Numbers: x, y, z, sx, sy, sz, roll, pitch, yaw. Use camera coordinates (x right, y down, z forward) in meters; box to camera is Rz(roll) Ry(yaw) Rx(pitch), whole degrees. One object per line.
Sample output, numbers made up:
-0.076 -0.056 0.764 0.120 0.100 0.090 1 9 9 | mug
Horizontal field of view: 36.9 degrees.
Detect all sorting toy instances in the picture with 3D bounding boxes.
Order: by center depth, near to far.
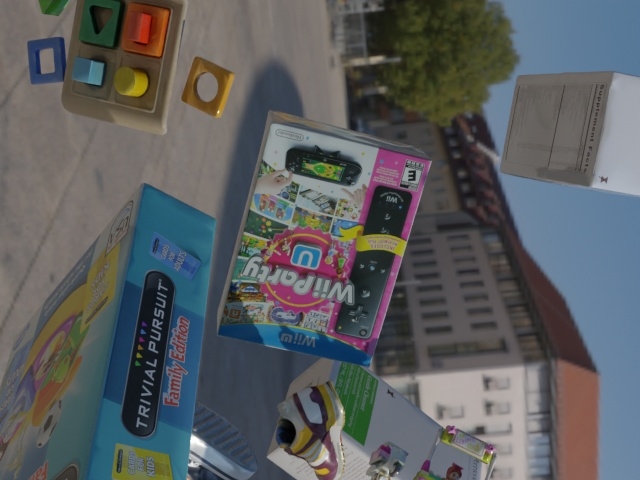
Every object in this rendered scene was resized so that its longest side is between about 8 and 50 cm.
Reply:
-0.270 -0.251 1.274 0.047 0.347 0.196 -13 115 -62 | sorting toy

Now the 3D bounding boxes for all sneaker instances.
-0.222 0.219 1.137 0.321 0.127 0.126 46 11 -27 | sneaker
-0.017 0.248 1.208 0.070 0.083 0.186 -117 -162 -45 | sneaker

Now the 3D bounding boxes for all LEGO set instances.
0.208 0.342 1.302 0.132 0.287 0.107 -23 -144 57 | LEGO set

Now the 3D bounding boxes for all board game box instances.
-0.193 0.153 0.759 0.254 0.079 0.336 -44 -150 33 | board game box
0.000 0.000 1.309 0.097 0.223 0.304 -107 -149 -71 | board game box

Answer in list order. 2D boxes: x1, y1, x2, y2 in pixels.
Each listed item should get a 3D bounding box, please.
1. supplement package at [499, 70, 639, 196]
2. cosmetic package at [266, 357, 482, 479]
0.343 -0.130 1.191 0.244 0.133 0.139 -148 -113 -73 | supplement package
0.104 0.387 1.705 0.155 0.365 0.197 -43 -163 33 | cosmetic package
